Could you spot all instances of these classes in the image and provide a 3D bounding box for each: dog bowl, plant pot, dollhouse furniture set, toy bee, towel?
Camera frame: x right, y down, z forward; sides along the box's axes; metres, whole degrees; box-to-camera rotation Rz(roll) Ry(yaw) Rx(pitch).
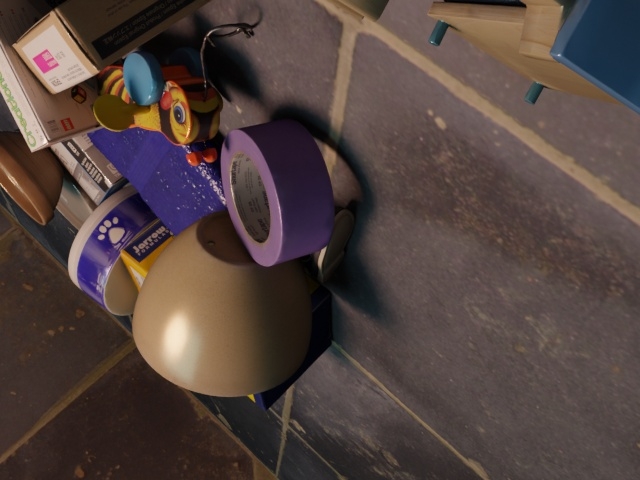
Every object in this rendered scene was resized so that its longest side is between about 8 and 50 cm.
[{"bbox_3d":[-0.615,-0.155,1.832,0.349,0.102,0.349,38,154,22],"label":"dog bowl"},{"bbox_3d":[-0.644,-0.157,1.614,0.237,0.110,0.237,38,155,21],"label":"plant pot"},{"bbox_3d":[-0.136,0.066,1.123,0.284,0.284,0.191,36,131,24],"label":"plant pot"},{"bbox_3d":[-0.370,0.018,1.488,0.104,0.265,0.265,35,153,19],"label":"dog bowl"},{"bbox_3d":[0.141,-0.226,0.520,0.303,0.198,0.286,24,-171,-24],"label":"dollhouse furniture set"},{"bbox_3d":[-0.204,-0.178,0.986,0.298,0.195,0.162,13,114,65],"label":"toy bee"},{"bbox_3d":[-0.253,-0.137,1.249,0.308,0.076,0.227,49,140,1],"label":"towel"}]

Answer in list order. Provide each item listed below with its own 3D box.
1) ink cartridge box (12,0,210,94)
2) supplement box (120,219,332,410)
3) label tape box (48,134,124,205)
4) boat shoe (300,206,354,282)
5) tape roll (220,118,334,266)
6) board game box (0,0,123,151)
[{"bbox_3d":[-0.271,-0.285,0.950,0.235,0.193,0.088,7,135,57],"label":"ink cartridge box"},{"bbox_3d":[-0.172,0.109,1.384,0.356,0.195,0.194,36,153,23],"label":"supplement box"},{"bbox_3d":[-0.518,-0.247,1.518,0.333,0.106,0.240,51,157,-9],"label":"label tape box"},{"bbox_3d":[0.000,0.000,1.082,0.065,0.075,0.206,39,159,12],"label":"boat shoe"},{"bbox_3d":[-0.062,-0.065,0.995,0.189,0.080,0.189,43,142,47],"label":"tape roll"},{"bbox_3d":[-0.401,-0.300,1.069,0.053,0.193,0.305,-17,102,38],"label":"board game box"}]
